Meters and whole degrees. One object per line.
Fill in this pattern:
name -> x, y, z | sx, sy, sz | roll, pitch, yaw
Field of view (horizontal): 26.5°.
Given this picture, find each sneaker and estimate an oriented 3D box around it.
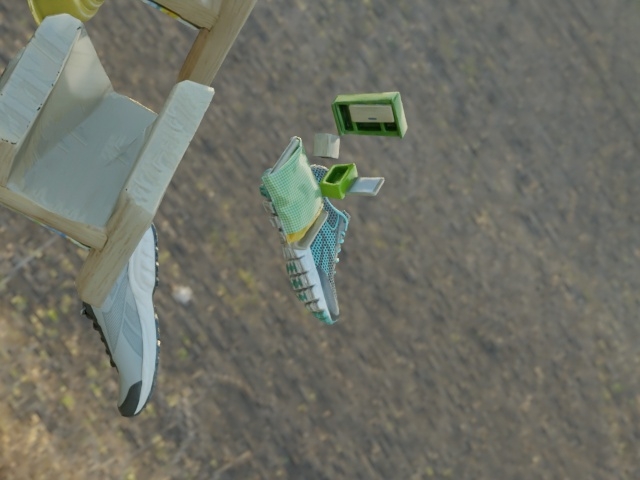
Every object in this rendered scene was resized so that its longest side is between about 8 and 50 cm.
sneaker -> -0.258, 0.095, 1.736 | 0.100, 0.107, 0.272 | -128, -144, -72
sneaker -> 0.000, 0.000, 1.349 | 0.065, 0.076, 0.167 | 12, -59, 69

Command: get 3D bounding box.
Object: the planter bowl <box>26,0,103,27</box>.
planter bowl -> -0.185, -0.278, 1.136 | 0.217, 0.090, 0.217 | 0, 90, -85

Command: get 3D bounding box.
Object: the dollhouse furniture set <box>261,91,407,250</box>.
dollhouse furniture set -> 0.016, -0.060, 1.090 | 0.152, 0.058, 0.076 | -58, 141, -45

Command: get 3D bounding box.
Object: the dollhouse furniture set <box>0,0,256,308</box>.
dollhouse furniture set -> -0.260, -0.055, 0.629 | 0.362, 0.256, 0.394 | 27, 62, -9
